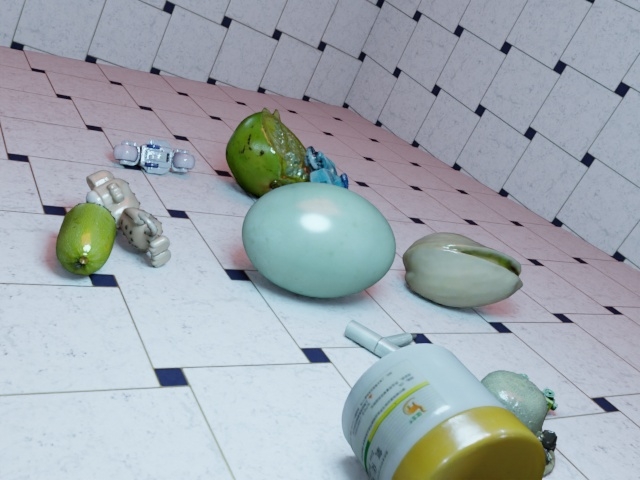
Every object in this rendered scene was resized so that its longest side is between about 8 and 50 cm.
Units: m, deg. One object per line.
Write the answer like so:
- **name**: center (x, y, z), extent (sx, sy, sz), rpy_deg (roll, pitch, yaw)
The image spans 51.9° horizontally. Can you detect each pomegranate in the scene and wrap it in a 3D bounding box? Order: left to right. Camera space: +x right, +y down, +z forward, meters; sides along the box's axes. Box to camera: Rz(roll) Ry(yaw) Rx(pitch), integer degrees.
- **pomegranate**: center (-0.183, -0.277, 2.150), extent (0.310, 0.216, 0.358), rpy_deg (34, 26, -40)

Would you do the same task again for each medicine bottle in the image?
- **medicine bottle**: center (0.181, 0.317, 1.019), extent (0.238, 0.237, 0.232), rpy_deg (7, 22, -30)

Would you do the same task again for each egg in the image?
- **egg**: center (0.000, 0.000, 1.590), extent (0.389, 0.276, 0.276), rpy_deg (14, 21, -21)

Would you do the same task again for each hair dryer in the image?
- **hair dryer**: center (0.159, 0.223, 1.518), extent (0.155, 0.044, 0.183), rpy_deg (30, 18, 23)

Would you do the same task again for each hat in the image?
- **hat**: center (0.364, 0.331, 1.291), extent (0.257, 0.130, 0.257), rpy_deg (16, 22, -7)

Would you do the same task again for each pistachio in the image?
- **pistachio**: center (0.389, 0.081, 1.810), extent (0.332, 0.226, 0.207), rpy_deg (14, 57, 6)

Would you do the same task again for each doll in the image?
- **doll**: center (-0.449, -0.053, 1.526), extent (0.278, 0.154, 0.119), rpy_deg (35, 54, 30)

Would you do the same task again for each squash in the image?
- **squash**: center (-0.491, 0.008, 1.380), extent (0.123, 0.123, 0.186), rpy_deg (12, 26, -19)

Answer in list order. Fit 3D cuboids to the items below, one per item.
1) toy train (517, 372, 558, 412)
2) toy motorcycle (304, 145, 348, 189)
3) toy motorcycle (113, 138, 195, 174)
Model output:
- **toy train**: center (0.464, 0.343, 1.460), extent (0.122, 0.050, 0.081), rpy_deg (32, 29, 28)
- **toy motorcycle**: center (0.025, -0.162, 2.067), extent (0.206, 0.154, 0.260), rpy_deg (16, 55, -71)
- **toy motorcycle**: center (-0.523, -0.261, 2.063), extent (0.254, 0.112, 0.112), rpy_deg (6, 25, -28)
